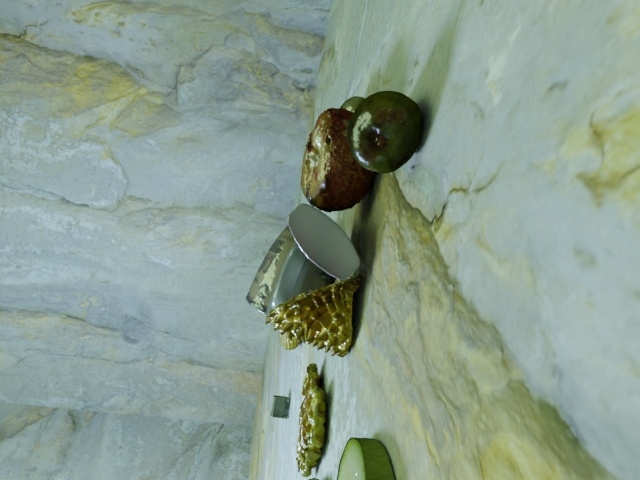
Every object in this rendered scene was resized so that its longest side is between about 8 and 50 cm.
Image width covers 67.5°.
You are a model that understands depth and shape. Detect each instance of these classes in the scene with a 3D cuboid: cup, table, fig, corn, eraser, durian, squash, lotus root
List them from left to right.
[{"bbox_3d":[-0.155,0.646,1.856,0.083,0.062,0.079,128,150,-73],"label":"table"},{"bbox_3d":[-0.074,0.088,1.325,0.301,0.227,0.257,-41,-31,-83],"label":"cup"},{"bbox_3d":[-0.096,0.317,1.727,0.091,0.091,0.260,-43,-18,-36],"label":"corn"},{"bbox_3d":[-0.027,0.173,1.104,0.305,0.196,0.185,138,134,-73],"label":"durian"},{"bbox_3d":[0.000,0.000,1.083,0.095,0.174,0.270,-44,2,0],"label":"eraser"},{"bbox_3d":[0.080,-0.319,1.253,0.183,0.077,0.090,-164,83,-80],"label":"lotus root"},{"bbox_3d":[0.061,0.435,0.735,0.252,0.049,0.252,-172,90,-84],"label":"squash"},{"bbox_3d":[0.103,-0.198,0.837,0.185,0.127,0.133,-107,13,-63],"label":"fig"}]

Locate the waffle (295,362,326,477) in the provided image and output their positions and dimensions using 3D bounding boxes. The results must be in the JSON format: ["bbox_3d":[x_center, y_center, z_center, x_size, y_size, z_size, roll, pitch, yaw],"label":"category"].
[{"bbox_3d":[-0.025,0.456,1.241,0.291,0.051,0.291,-171,90,-83],"label":"waffle"}]

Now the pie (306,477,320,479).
[{"bbox_3d":[-0.022,0.634,1.029,0.240,0.054,0.240,-170,90,-84],"label":"pie"}]

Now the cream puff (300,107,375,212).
[{"bbox_3d":[0.043,-0.176,1.091,0.240,0.164,0.240,-172,90,-66],"label":"cream puff"}]
